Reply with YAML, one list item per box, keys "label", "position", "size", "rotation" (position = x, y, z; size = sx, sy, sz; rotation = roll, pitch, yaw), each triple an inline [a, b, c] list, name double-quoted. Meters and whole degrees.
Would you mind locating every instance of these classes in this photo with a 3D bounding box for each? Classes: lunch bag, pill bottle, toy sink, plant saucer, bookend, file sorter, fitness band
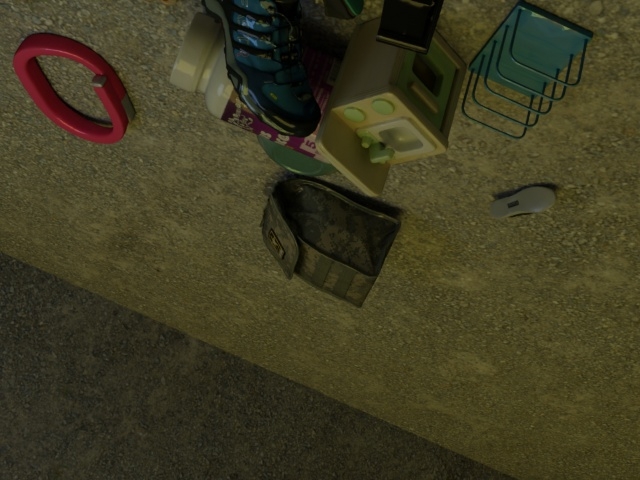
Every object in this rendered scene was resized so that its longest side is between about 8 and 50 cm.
- label: "lunch bag"
  position: [0.000, 0.000, 1.908]
  size: [0.287, 0.169, 0.235]
  rotation: [26, 158, 2]
- label: "pill bottle"
  position: [-0.084, -0.254, 1.449]
  size: [0.301, 0.169, 0.169]
  rotation: [22, 154, -8]
- label: "toy sink"
  position: [0.113, -0.206, 1.342]
  size: [0.131, 0.234, 0.153]
  rotation: [-9, 143, 44]
- label: "plant saucer"
  position: [-0.039, -0.173, 1.734]
  size: [0.195, 0.037, 0.195]
  rotation: [15, 153, 8]
- label: "bookend"
  position: [0.132, -0.352, 1.129]
  size: [0.072, 0.156, 0.157]
  rotation: [16, 153, 5]
- label: "file sorter"
  position: [0.294, -0.241, 1.302]
  size: [0.118, 0.104, 0.170]
  rotation: [22, 155, -7]
- label: "fitness band"
  position: [-0.489, -0.294, 1.769]
  size: [0.209, 0.054, 0.291]
  rotation: [12, 152, 14]

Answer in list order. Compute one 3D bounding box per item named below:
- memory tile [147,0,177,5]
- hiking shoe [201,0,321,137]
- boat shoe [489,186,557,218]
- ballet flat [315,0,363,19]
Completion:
- label: "memory tile"
  position: [-0.288, -0.432, 1.411]
  size: [0.113, 0.012, 0.148]
  rotation: [14, 154, 9]
- label: "hiking shoe"
  position: [-0.076, -0.294, 1.285]
  size: [0.132, 0.113, 0.304]
  rotation: [-24, 95, 50]
- label: "boat shoe"
  position: [0.382, -0.071, 1.659]
  size: [0.040, 0.049, 0.142]
  rotation: [-4, 174, -45]
- label: "ballet flat"
  position: [-0.001, -0.386, 1.251]
  size: [0.074, 0.074, 0.203]
  rotation: [5, 154, 25]
